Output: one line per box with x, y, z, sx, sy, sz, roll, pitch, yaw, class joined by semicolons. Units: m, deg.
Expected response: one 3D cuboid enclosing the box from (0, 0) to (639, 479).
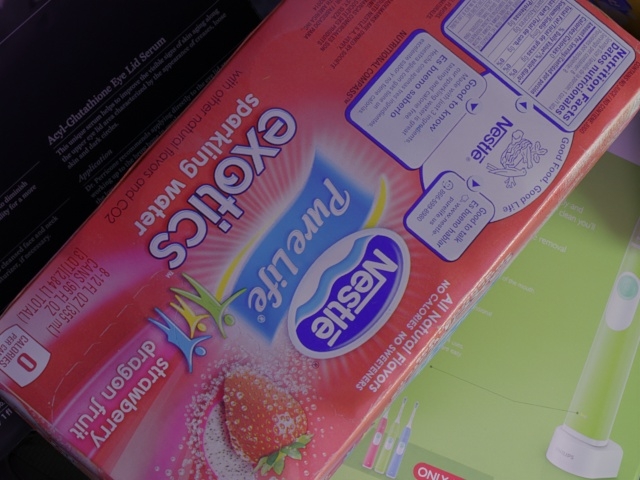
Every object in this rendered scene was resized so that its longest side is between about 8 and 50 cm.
0.000;0.000;0.874;0.154;0.142;0.300;39;79;7;box

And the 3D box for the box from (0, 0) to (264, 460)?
-0.147;-0.043;0.953;0.261;0.103;0.184;-44;122;-14;box

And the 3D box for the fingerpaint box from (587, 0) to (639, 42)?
0.158;-0.350;1.020;0.445;0.163;0.371;39;81;-31;fingerpaint box

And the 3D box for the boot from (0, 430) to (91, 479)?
-0.097;0.205;1.018;0.236;0.085;0.179;21;123;-22;boot

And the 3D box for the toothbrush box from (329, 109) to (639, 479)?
0.084;0.024;1.028;0.206;0.122;0.283;22;79;-12;toothbrush box
